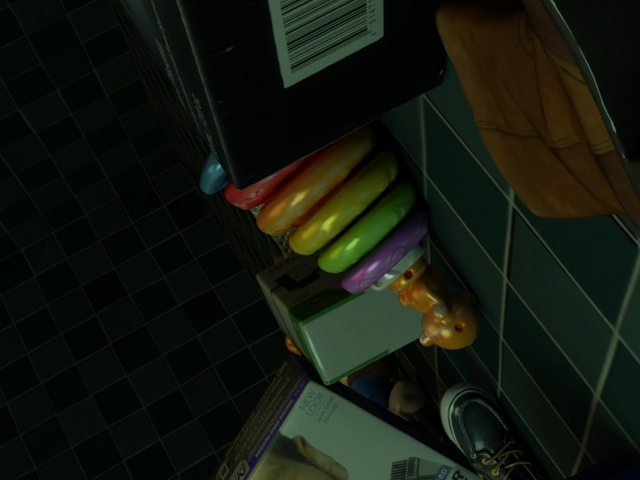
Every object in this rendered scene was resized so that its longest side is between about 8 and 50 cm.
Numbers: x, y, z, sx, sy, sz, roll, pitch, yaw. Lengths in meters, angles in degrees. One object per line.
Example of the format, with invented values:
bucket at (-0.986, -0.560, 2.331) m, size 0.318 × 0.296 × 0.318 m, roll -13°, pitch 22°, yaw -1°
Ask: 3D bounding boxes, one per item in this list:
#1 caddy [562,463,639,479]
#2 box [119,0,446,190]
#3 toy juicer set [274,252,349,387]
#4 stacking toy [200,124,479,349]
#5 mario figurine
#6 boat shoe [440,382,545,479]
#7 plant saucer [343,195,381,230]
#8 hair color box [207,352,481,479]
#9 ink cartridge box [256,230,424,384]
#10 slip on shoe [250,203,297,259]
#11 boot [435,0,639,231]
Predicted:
caddy at (0.234, 0.336, 0.813) m, size 0.341 × 0.179 × 0.241 m, roll 59°, pitch 171°, yaw 10°
box at (-0.066, -0.239, 0.663) m, size 0.294 × 0.182 × 0.296 m, roll 59°, pitch 171°, yaw 22°
toy juicer set at (-0.011, 0.138, 1.694) m, size 0.209 × 0.089 × 0.329 m, roll -90°, pitch -15°, yaw -67°
stacking toy at (0.041, -0.016, 0.987) m, size 0.302 × 0.175 × 0.166 m, roll 47°, pitch 172°, yaw -2°
mario figurine at (0.158, 0.316, 1.546) m, size 0.198 × 0.170 × 0.321 m, roll 21°, pitch -148°, yaw -38°
boat shoe at (0.196, 0.232, 1.110) m, size 0.183 × 0.065 × 0.083 m, roll 58°, pitch 171°, yaw -22°
plant saucer at (0.013, -0.054, 1.153) m, size 0.168 × 0.029 × 0.168 m, roll 39°, pitch 167°, yaw 10°
hair color box at (0.061, 0.298, 1.227) m, size 0.338 × 0.185 × 0.110 m, roll 32°, pitch -178°, yaw -18°
ink cartridge box at (0.027, 0.066, 1.223) m, size 0.087 × 0.153 × 0.208 m, roll 66°, pitch 170°, yaw -19°
slip on shoe at (0.000, 0.000, 1.385) m, size 0.331 × 0.123 × 0.101 m, roll 59°, pitch -155°, yaw -26°
boot at (0.107, -0.115, 0.481) m, size 0.264 × 0.096 × 0.280 m, roll 54°, pitch 180°, yaw -11°
